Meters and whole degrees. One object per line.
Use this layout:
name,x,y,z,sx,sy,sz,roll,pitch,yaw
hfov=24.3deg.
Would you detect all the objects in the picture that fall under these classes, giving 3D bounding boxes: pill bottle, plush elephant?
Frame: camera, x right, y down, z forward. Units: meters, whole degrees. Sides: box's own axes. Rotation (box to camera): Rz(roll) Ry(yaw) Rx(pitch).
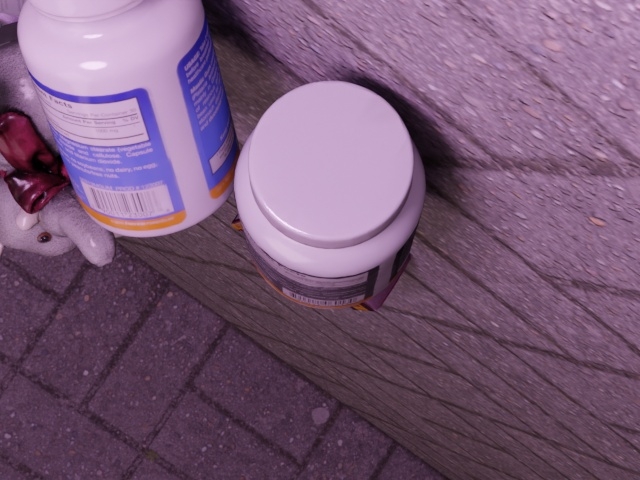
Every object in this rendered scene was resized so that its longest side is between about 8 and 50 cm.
pill bottle,-0.161,-0.143,1.230,0.152,0.152,0.272,28,149,30
plush elephant,-0.278,-0.080,1.491,0.330,0.272,0.255,21,133,56
pill bottle,0.008,-0.036,1.297,0.162,0.162,0.278,33,170,6

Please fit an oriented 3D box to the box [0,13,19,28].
box,-0.265,-0.215,1.606,0.324,0.067,0.063,35,170,0

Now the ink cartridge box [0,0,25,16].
ink cartridge box,-0.278,-0.267,1.417,0.239,0.060,0.275,10,174,-9

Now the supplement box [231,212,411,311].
supplement box,0.000,0.000,1.749,0.188,0.080,0.104,35,170,-10
